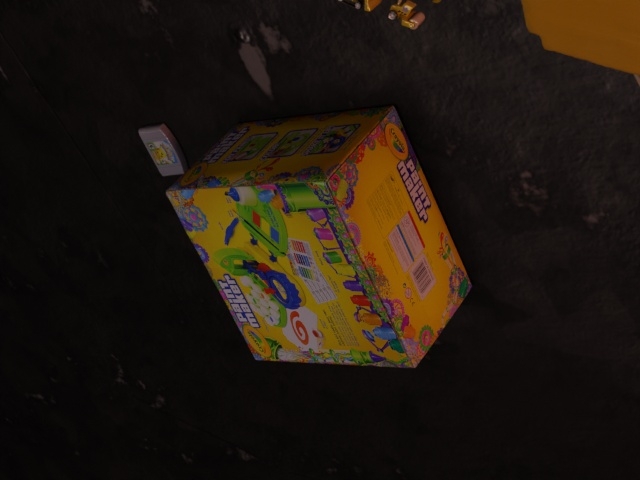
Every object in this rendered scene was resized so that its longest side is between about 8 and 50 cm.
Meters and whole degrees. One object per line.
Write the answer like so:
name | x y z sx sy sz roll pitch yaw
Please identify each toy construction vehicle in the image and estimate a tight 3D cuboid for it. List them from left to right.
toy construction vehicle | 0.081 -0.280 1.449 0.098 0.086 0.035 29 133 16

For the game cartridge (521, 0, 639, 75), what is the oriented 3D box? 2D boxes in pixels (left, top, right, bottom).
game cartridge | 0.335 -0.246 1.218 0.324 0.052 0.285 21 159 26

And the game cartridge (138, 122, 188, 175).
game cartridge | -0.227 -0.132 1.887 0.056 0.017 0.083 -7 122 38

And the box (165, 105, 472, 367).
box | 0.000 0.000 1.698 0.279 0.177 0.290 -1 125 39

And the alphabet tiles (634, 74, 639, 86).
alphabet tiles | 0.402 -0.205 1.322 0.198 0.009 0.237 -13 118 45
